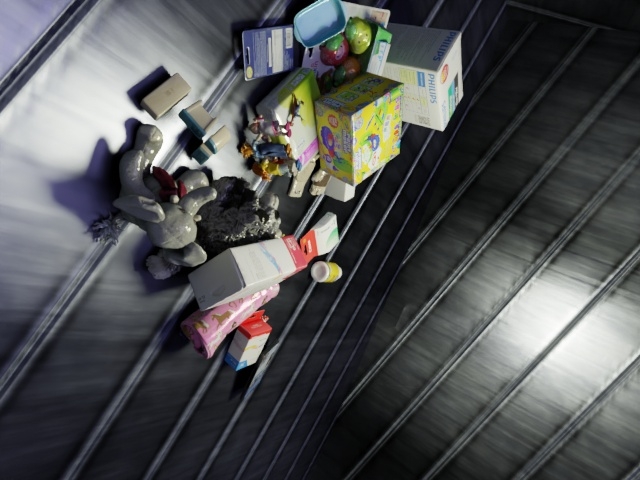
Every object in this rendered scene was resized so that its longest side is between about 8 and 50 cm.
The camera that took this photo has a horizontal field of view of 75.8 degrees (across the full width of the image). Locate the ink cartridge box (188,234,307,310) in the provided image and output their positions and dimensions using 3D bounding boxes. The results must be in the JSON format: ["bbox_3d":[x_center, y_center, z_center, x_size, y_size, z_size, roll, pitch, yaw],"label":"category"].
[{"bbox_3d":[-0.226,0.098,1.321,0.226,0.131,0.306,-29,170,33],"label":"ink cartridge box"}]

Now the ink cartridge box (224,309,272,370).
[{"bbox_3d":[-0.293,0.412,1.713,0.134,0.078,0.231,-5,124,-58],"label":"ink cartridge box"}]

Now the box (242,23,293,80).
[{"bbox_3d":[-0.165,-0.579,1.259,0.225,0.036,0.137,-37,140,-44],"label":"box"}]

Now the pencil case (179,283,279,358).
[{"bbox_3d":[-0.317,0.244,1.496,0.386,0.167,0.160,-42,108,-36],"label":"pencil case"}]

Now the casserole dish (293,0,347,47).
[{"bbox_3d":[-0.004,-0.705,1.323,0.188,0.037,0.114,-30,126,-1],"label":"casserole dish"}]

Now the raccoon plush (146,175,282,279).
[{"bbox_3d":[-0.323,-0.025,1.346,0.445,0.216,0.299,-29,160,-4],"label":"raccoon plush"}]

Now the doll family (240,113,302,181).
[{"bbox_3d":[-0.171,-0.280,1.357,0.263,0.163,0.119,74,25,-55],"label":"doll family"}]

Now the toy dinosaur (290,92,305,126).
[{"bbox_3d":[-0.084,-0.414,1.332,0.090,0.047,0.082,40,91,-19],"label":"toy dinosaur"}]

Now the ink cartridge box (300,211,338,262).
[{"bbox_3d":[0.000,0.000,1.961,0.225,0.056,0.181,-48,147,-33],"label":"ink cartridge box"}]

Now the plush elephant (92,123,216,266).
[{"bbox_3d":[-0.382,-0.085,1.032,0.330,0.255,0.272,-55,150,-19],"label":"plush elephant"}]

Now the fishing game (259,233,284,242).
[{"bbox_3d":[-0.247,0.037,1.528,0.264,0.041,0.189,-29,167,-49],"label":"fishing game"}]

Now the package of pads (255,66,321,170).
[{"bbox_3d":[-0.084,-0.414,1.444,0.229,0.101,0.297,-51,146,-19],"label":"package of pads"}]

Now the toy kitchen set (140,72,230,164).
[{"bbox_3d":[-0.369,-0.299,1.101,0.207,0.166,0.122,48,63,-20],"label":"toy kitchen set"}]

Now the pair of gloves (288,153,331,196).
[{"bbox_3d":[-0.029,-0.278,1.697,0.240,0.042,0.204,-13,133,-49],"label":"pair of gloves"}]

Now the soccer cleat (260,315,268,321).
[{"bbox_3d":[-0.264,0.359,1.809,0.083,0.029,0.036,-26,140,-46],"label":"soccer cleat"}]

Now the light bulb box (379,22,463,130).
[{"bbox_3d":[0.404,-0.709,1.789,0.226,0.360,0.358,-59,151,-13],"label":"light bulb box"}]

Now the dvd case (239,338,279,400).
[{"bbox_3d":[-0.277,0.587,1.877,0.253,0.022,0.180,-64,168,14],"label":"dvd case"}]

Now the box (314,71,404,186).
[{"bbox_3d":[0.146,-0.406,1.499,0.279,0.177,0.290,-38,144,-28],"label":"box"}]

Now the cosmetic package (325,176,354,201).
[{"bbox_3d":[0.094,-0.303,1.825,0.085,0.117,0.231,-33,139,-43],"label":"cosmetic package"}]

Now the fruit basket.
[{"bbox_3d":[0.091,-0.674,1.489,0.352,0.165,0.327,-19,137,-41],"label":"fruit basket"}]

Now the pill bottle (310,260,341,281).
[{"bbox_3d":[0.036,0.160,2.087,0.184,0.103,0.103,10,102,-60],"label":"pill bottle"}]
